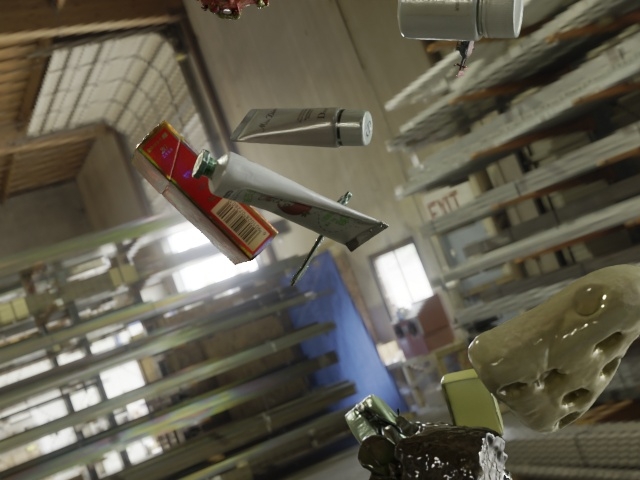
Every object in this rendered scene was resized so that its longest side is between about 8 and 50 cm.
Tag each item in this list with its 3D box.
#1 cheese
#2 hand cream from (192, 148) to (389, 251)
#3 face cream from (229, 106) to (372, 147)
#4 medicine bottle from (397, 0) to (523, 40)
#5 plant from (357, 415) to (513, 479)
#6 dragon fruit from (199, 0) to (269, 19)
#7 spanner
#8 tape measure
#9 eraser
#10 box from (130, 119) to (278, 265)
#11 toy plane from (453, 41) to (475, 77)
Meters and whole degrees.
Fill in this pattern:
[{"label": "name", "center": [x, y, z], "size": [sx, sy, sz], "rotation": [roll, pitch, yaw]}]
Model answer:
[{"label": "cheese", "center": [0.469, 0.209, 1.591], "size": [0.351, 0.129, 0.328], "rotation": [-30, -44, 6]}, {"label": "hand cream", "center": [-0.056, -0.066, 1.494], "size": [0.336, 0.076, 0.121], "rotation": [23, -28, -19]}, {"label": "face cream", "center": [-0.040, -0.257, 1.993], "size": [0.314, 0.089, 0.143], "rotation": [3, 41, 20]}, {"label": "medicine bottle", "center": [0.301, -0.499, 1.880], "size": [0.252, 0.144, 0.144], "rotation": [9, 7, 21]}, {"label": "plant", "center": [0.201, 0.432, 1.616], "size": [0.276, 0.199, 0.188], "rotation": [-9, -4, 35]}, {"label": "dragon fruit", "center": [-0.186, -0.566, 1.907], "size": [0.172, 0.160, 0.166], "rotation": [-16, 29, -25]}, {"label": "spanner", "center": [0.000, 0.000, 1.997], "size": [0.071, 0.017, 0.302], "rotation": [-44, -12, -51]}, {"label": "tape measure", "center": [0.170, 0.461, 1.989], "size": [0.115, 0.235, 0.207], "rotation": [-39, -25, -1]}, {"label": "eraser", "center": [0.370, 0.401, 2.131], "size": [0.117, 0.172, 0.058], "rotation": [-15, 15, 13]}, {"label": "box", "center": [-0.241, -0.087, 1.775], "size": [0.089, 0.313, 0.197], "rotation": [-46, 8, -13]}, {"label": "toy plane", "center": [0.395, -0.512, 2.386], "size": [0.060, 0.037, 0.145], "rotation": [-17, -50, -48]}]
